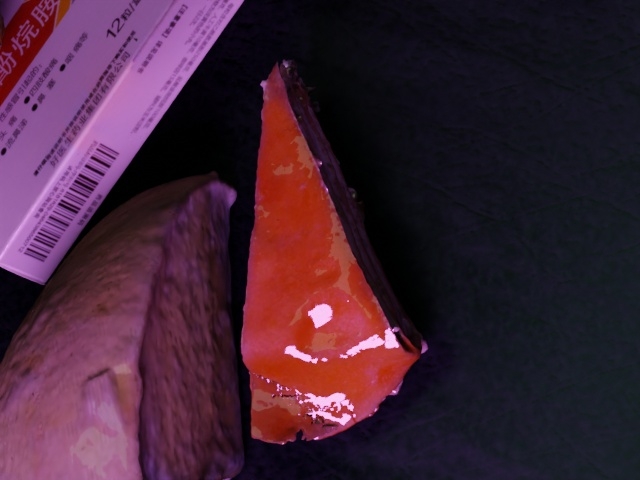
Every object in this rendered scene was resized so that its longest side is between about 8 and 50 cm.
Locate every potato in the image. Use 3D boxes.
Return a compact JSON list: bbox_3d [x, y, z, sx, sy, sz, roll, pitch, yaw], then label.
[{"bbox_3d":[-0.178,0.073,1.116,0.211,0.189,0.264,-7,76,24],"label":"potato"}]

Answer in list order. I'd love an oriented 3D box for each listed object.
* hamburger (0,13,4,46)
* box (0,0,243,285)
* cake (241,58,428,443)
[{"bbox_3d":[-0.373,-0.155,1.170,0.243,0.146,0.286,-2,41,30],"label":"hamburger"},{"bbox_3d":[-0.186,-0.165,1.213,0.353,0.069,0.214,-53,48,4],"label":"box"},{"bbox_3d":[0.003,0.000,1.104,0.135,0.098,0.287,-9,80,24],"label":"cake"}]
